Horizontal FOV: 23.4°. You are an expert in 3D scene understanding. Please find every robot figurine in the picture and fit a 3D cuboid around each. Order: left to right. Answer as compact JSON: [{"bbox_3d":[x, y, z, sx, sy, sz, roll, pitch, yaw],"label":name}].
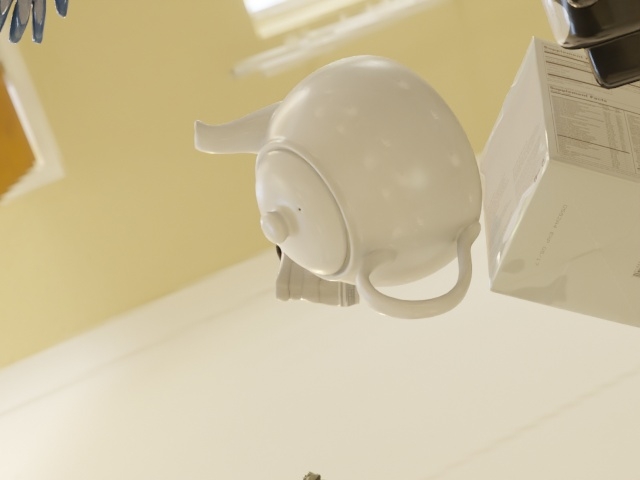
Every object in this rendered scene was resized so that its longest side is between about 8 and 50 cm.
[{"bbox_3d":[0.303,-0.304,1.602,0.174,0.278,0.209,-21,-173,-3],"label":"robot figurine"}]

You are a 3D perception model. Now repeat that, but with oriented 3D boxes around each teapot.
[{"bbox_3d":[0.026,-0.046,1.530,0.187,0.252,0.256,-31,-169,-28],"label":"teapot"}]

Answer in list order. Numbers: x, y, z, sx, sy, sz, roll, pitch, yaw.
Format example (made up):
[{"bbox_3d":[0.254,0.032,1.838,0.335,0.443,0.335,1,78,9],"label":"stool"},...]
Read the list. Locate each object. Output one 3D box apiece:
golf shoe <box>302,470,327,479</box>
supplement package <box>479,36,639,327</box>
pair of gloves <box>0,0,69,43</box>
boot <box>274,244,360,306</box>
[{"bbox_3d":[-0.028,0.436,2.373,0.176,0.086,0.069,-48,-155,28],"label":"golf shoe"},{"bbox_3d":[0.316,-0.072,1.831,0.198,0.199,0.262,14,-142,-8],"label":"supplement package"},{"bbox_3d":[-0.362,-0.296,1.642,0.198,0.159,0.023,9,-179,-13],"label":"pair of gloves"},{"bbox_3d":[0.000,0.000,2.129,0.123,0.095,0.258,2,-150,5],"label":"boot"}]
